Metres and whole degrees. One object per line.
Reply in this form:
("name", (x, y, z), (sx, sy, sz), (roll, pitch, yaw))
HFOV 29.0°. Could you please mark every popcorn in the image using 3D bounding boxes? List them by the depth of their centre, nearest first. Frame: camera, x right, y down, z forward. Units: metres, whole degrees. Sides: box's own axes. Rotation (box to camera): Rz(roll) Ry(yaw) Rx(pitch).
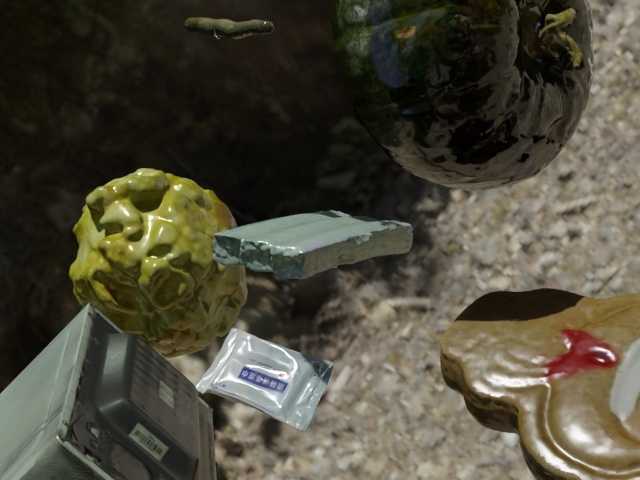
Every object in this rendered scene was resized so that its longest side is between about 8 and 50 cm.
("popcorn", (-0.185, 0.019, 1.416), (0.181, 0.235, 0.217), (-23, 23, 25))

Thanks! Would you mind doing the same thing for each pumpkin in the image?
("pumpkin", (0.110, -0.152, 0.892), (0.159, 0.238, 0.238), (-2, 57, 29))

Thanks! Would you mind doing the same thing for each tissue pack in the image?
("tissue pack", (-0.082, 0.209, 1.881), (0.193, 0.026, 0.123), (16, 58, 24))

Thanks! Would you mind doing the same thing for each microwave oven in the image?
("microwave oven", (-0.138, 0.154, 0.693), (0.163, 0.129, 0.205), (-44, 16, 8))

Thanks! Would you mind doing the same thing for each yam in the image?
("yam", (-0.123, -0.279, 1.628), (0.234, 0.029, 0.027), (18, 116, 58))

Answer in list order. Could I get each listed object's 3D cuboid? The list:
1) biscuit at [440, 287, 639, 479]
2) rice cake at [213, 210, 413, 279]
("biscuit", (0.218, 0.113, 0.790), (0.183, 0.047, 0.320), (-25, 41, -18))
("rice cake", (0.000, 0.000, 1.325), (0.127, 0.237, 0.043), (11, 103, 29))
